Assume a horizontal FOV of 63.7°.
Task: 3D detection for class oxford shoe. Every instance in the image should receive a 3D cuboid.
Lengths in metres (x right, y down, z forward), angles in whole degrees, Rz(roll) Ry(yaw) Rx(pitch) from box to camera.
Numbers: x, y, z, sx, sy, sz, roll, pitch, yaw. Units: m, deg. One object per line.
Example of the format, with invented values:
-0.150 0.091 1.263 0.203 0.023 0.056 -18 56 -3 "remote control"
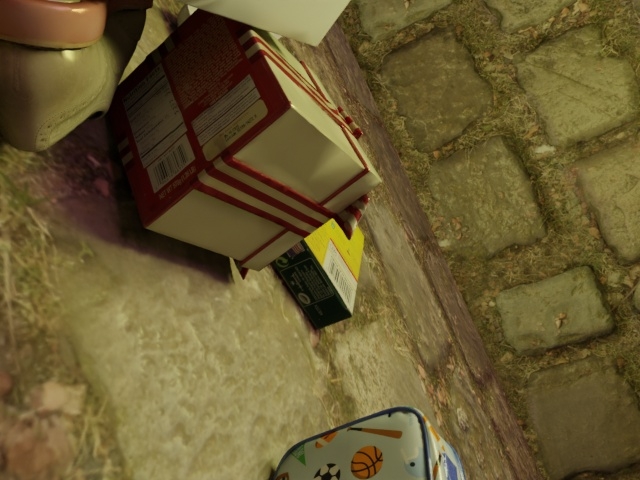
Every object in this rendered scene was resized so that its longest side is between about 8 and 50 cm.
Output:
-0.278 -0.219 0.569 0.141 0.146 0.397 11 27 -11 "oxford shoe"

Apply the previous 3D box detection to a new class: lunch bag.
0.049 0.329 0.521 0.115 0.243 0.303 54 22 -26 "lunch bag"

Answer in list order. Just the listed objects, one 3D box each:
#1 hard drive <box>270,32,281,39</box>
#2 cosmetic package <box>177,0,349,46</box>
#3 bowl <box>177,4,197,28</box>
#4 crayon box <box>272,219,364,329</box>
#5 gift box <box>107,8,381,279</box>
-0.199 -0.675 1.370 0.307 0.040 0.203 56 22 -21 "hard drive"
-0.163 -0.351 0.511 0.284 0.097 0.377 54 31 14 "cosmetic package"
-0.207 -0.353 0.956 0.142 0.053 0.141 7 60 -68 "bowl"
0.000 0.000 1.018 0.202 0.081 0.318 58 22 -18 "crayon box"
-0.092 -0.104 0.677 0.258 0.255 0.276 25 38 -58 "gift box"
